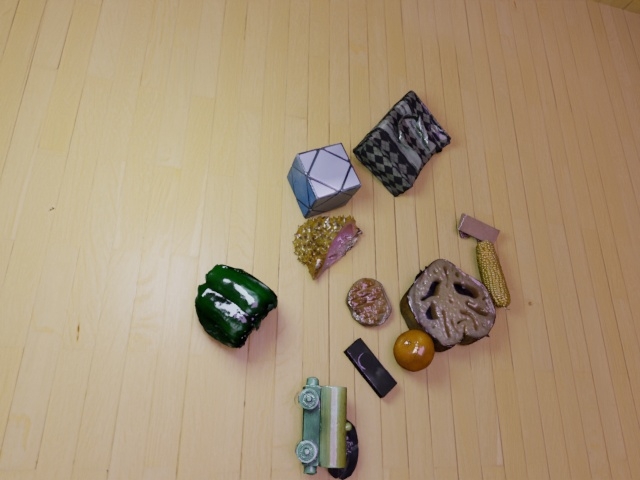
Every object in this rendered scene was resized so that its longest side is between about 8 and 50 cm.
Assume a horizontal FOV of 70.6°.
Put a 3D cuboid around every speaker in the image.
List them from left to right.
[{"bbox_3d":[0.186,0.473,1.684,0.082,0.044,0.218,-36,84,-24],"label":"speaker"}]

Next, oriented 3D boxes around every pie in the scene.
[{"bbox_3d":[0.186,0.242,1.767,0.195,0.046,0.195,6,69,-16],"label":"pie"}]

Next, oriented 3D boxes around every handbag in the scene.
[{"bbox_3d":[0.381,-0.429,2.007,0.317,0.180,0.416,44,60,-8],"label":"handbag"}]

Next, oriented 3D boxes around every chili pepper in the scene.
[{"bbox_3d":[-0.291,0.212,1.539,0.256,0.233,0.248,35,61,4],"label":"chili pepper"}]

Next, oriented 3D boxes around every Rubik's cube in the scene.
[{"bbox_3d":[0.009,-0.236,1.796,0.207,0.205,0.205,-18,77,-23],"label":"Rubik's cube"}]

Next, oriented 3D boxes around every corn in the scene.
[{"bbox_3d":[0.732,0.154,1.933,0.101,0.101,0.310,-6,70,-19],"label":"corn"}]

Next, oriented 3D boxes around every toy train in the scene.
[{"bbox_3d":[0.006,0.622,1.529,0.189,0.126,0.308,5,68,-8],"label":"toy train"}]

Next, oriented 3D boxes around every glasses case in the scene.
[{"bbox_3d":[0.690,-0.038,2.015,0.193,0.070,0.102,23,94,-10],"label":"glasses case"}]

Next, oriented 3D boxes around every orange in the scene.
[{"bbox_3d":[0.355,0.417,1.701,0.136,0.159,0.159,50,56,-43],"label":"orange"}]

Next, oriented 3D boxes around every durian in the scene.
[{"bbox_3d":[0.000,-0.013,1.779,0.195,0.185,0.305,36,72,24],"label":"durian"}]

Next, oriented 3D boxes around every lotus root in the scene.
[{"bbox_3d":[0.512,0.256,1.829,0.390,0.111,0.375,2,69,-13],"label":"lotus root"}]

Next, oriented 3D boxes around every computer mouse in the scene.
[{"bbox_3d":[0.082,0.718,1.557,0.105,0.062,0.192,15,66,-11],"label":"computer mouse"}]
